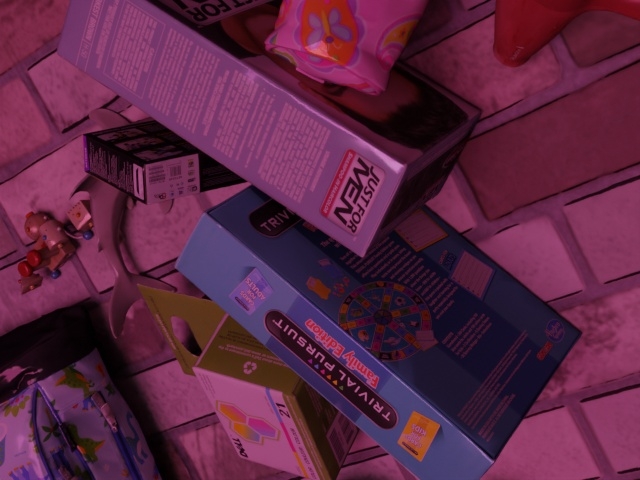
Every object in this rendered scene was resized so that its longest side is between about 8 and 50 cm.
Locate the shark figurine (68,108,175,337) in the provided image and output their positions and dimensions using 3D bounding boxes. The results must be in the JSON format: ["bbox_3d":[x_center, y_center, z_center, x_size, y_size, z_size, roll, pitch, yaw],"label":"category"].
[{"bbox_3d":[-0.249,-0.039,1.339,0.166,0.116,0.278,28,120,19],"label":"shark figurine"}]

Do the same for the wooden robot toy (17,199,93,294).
[{"bbox_3d":[-0.351,-0.007,1.440,0.173,0.076,0.079,-44,75,36],"label":"wooden robot toy"}]

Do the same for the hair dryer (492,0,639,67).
[{"bbox_3d":[0.253,-0.199,0.960,0.293,0.080,0.223,-6,140,48],"label":"hair dryer"}]

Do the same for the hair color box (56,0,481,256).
[{"bbox_3d":[-0.051,-0.155,1.124,0.374,0.185,0.114,34,124,13],"label":"hair color box"}]

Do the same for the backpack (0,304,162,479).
[{"bbox_3d":[-0.349,0.309,1.486,0.290,0.273,0.356,-21,111,28],"label":"backpack"}]

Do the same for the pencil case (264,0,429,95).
[{"bbox_3d":[0.053,-0.272,0.993,0.124,0.124,0.284,21,92,21],"label":"pencil case"}]

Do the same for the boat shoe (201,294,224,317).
[{"bbox_3d":[-0.065,0.069,1.315,0.178,0.064,0.060,1,78,38],"label":"boat shoe"}]

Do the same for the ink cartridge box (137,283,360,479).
[{"bbox_3d":[-0.097,0.163,1.305,0.255,0.097,0.189,11,143,26],"label":"ink cartridge box"}]

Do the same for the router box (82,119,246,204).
[{"bbox_3d":[-0.137,-0.091,1.185,0.133,0.178,0.046,27,123,48],"label":"router box"}]

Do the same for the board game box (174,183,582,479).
[{"bbox_3d":[0.065,0.061,1.110,0.336,0.253,0.079,40,126,10],"label":"board game box"}]
